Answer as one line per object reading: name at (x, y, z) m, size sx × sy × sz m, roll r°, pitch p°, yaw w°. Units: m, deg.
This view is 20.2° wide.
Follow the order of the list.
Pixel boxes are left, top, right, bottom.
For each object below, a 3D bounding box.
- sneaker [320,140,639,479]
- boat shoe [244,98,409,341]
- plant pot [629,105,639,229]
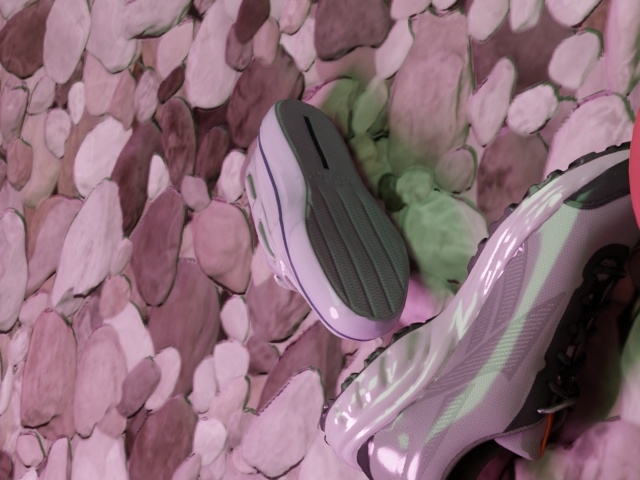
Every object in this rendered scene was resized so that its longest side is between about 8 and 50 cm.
sneaker at (0.123, 0.053, 1.034) m, size 0.271 × 0.100 × 0.108 m, roll -50°, pitch 65°, yaw 16°
boat shoe at (0.000, 0.000, 1.213) m, size 0.076 × 0.083 × 0.226 m, roll -59°, pitch 28°, yaw 32°
plant pot at (0.274, -0.009, 0.767) m, size 0.275 × 0.275 × 0.243 m, roll -61°, pitch 32°, yaw 12°
